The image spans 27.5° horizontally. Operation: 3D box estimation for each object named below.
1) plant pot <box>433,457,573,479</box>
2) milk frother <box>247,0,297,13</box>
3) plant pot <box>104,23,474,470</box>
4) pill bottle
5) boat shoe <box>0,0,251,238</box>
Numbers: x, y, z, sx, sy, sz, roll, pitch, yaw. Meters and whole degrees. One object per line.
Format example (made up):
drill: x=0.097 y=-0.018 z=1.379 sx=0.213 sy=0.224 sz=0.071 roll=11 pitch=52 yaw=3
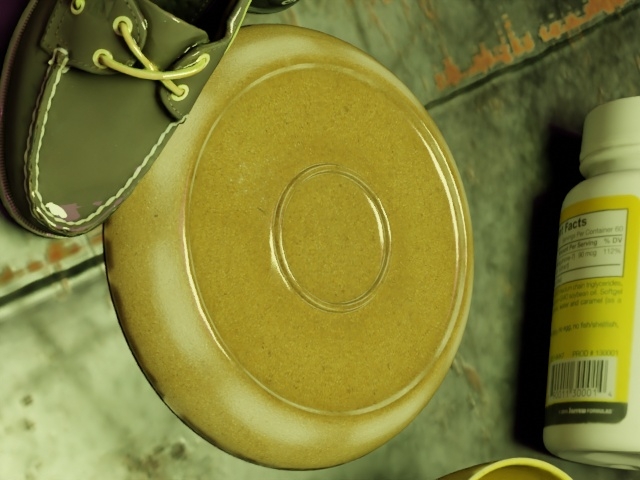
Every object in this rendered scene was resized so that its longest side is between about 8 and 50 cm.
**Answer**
plant pot: x=0.069 y=0.178 z=0.661 sx=0.134 sy=0.095 sz=0.134 roll=7 pitch=78 yaw=-37
milk frother: x=0.005 y=-0.204 z=0.642 sx=0.129 sy=0.135 sz=0.143 roll=-36 pitch=105 yaw=-37
plant pot: x=0.000 y=0.000 z=0.675 sx=0.236 sy=0.032 sz=0.236 roll=6 pitch=79 yaw=-37
pill bottle: x=0.198 y=0.028 z=0.771 sx=0.119 sy=0.119 sz=0.208 roll=17 pitch=73 yaw=-35
boat shoe: x=-0.075 y=-0.103 z=0.566 sx=0.081 sy=0.069 sz=0.227 roll=22 pitch=92 yaw=-30
